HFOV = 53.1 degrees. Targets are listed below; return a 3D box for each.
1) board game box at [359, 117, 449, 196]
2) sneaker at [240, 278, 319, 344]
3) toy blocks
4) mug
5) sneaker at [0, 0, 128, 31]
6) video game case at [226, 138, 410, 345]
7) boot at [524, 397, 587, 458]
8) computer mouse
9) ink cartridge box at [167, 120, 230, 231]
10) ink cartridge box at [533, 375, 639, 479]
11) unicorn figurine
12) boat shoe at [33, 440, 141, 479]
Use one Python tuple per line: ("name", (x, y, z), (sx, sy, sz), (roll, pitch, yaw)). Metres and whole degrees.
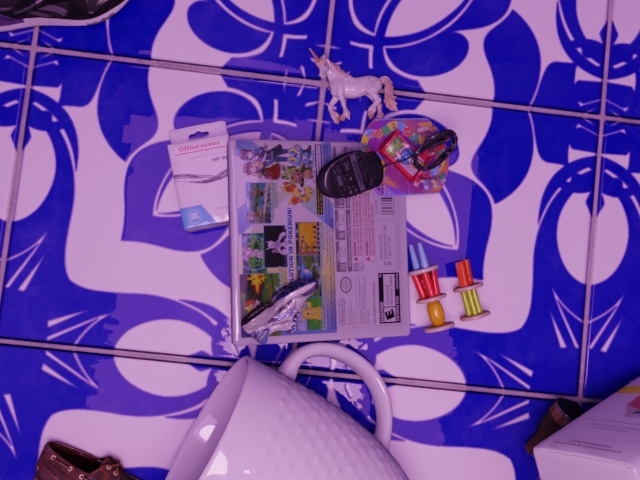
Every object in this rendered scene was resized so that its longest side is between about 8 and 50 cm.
("board game box", (0.148, -0.143, 1.072), (0.169, 0.033, 0.133), (-5, 88, -20))
("sneaker", (-0.055, 0.110, 0.993), (0.135, 0.052, 0.058), (-35, 106, -8))
("toy blocks", (0.212, 0.068, 1.075), (0.123, 0.054, 0.148), (-15, 89, -16))
("mug", (-0.017, 0.331, 0.967), (0.328, 0.276, 0.374), (32, 59, -10))
("sneaker", (-0.447, -0.413, 1.043), (0.284, 0.124, 0.107), (-15, 88, -4))
("video game case", (0.000, 0.000, 1.055), (0.300, 0.036, 0.328), (-1, 87, -16))
("boot", (0.453, 0.350, 1.084), (0.219, 0.082, 0.106), (28, 112, -12))
("computer mouse", (0.107, -0.127, 1.036), (0.242, 0.041, 0.071), (-18, 107, -7))
("ink cartridge box", (-0.192, -0.112, 1.069), (0.104, 0.060, 0.180), (-12, 88, -5))
("ink cartridge box", (0.523, 0.366, 0.943), (0.385, 0.160, 0.279), (-16, 91, -34))
("unicorn figurine", (0.050, -0.258, 1.099), (0.162, 0.060, 0.111), (0, 86, -19))
("boat shoe", (-0.354, 0.381, 1.025), (0.207, 0.073, 0.073), (17, 88, -2))
